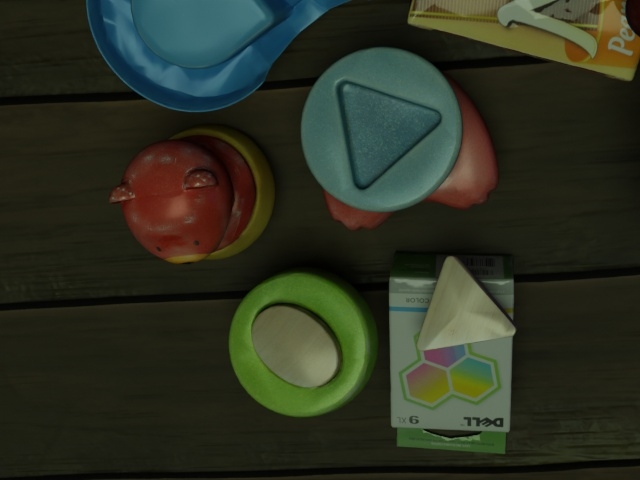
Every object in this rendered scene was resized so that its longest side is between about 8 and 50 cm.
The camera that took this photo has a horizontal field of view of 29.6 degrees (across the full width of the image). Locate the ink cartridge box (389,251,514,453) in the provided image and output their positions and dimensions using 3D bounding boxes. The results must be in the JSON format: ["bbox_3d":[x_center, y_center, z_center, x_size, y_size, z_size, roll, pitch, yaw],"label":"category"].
[{"bbox_3d":[0.119,0.117,1.106,0.109,0.062,0.209,2,113,7],"label":"ink cartridge box"}]

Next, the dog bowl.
[{"bbox_3d":[-0.050,-0.232,0.979,0.297,0.074,0.166,-35,104,20],"label":"dog bowl"}]

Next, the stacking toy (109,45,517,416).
[{"bbox_3d":[0.000,0.000,0.993,0.309,0.130,0.279,-21,87,14],"label":"stacking toy"}]

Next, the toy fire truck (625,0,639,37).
[{"bbox_3d":[0.359,-0.133,0.890,0.254,0.169,0.302,-13,109,-1],"label":"toy fire truck"}]

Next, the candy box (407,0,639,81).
[{"bbox_3d":[0.193,-0.297,0.912,0.183,0.087,0.316,15,113,0],"label":"candy box"}]
